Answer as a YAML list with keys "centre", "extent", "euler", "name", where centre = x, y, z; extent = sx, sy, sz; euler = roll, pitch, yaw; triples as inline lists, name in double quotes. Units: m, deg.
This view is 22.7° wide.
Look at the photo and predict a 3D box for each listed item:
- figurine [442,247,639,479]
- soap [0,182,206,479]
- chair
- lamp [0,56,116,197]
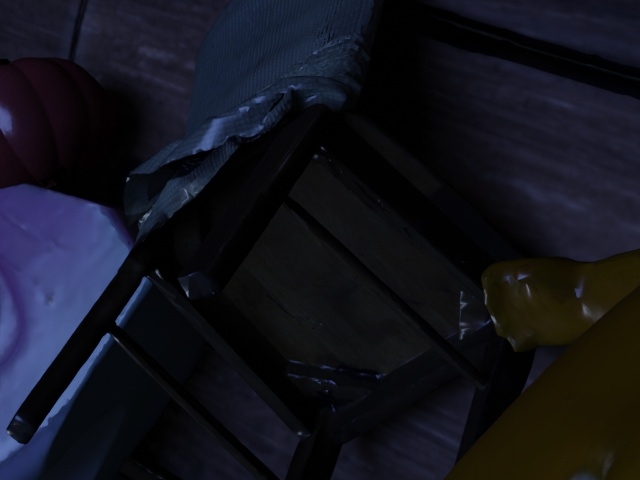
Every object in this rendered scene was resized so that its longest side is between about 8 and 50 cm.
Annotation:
- centre: [0.159, 0.068, 0.449]
  extent: [0.268, 0.387, 0.401]
  euler: [-2, 88, 16]
  name: "figurine"
- centre: [-0.212, 0.085, 0.871]
  extent: [0.324, 0.109, 0.193]
  euler: [-38, 66, 10]
  name: "soap"
- centre: [0.000, 0.000, 0.753]
  extent: [0.186, 0.319, 0.160]
  euler: [43, 125, -15]
  name: "chair"
- centre: [-0.169, -0.059, 0.910]
  extent: [0.107, 0.107, 0.092]
  euler: [-37, 77, 31]
  name: "lamp"
